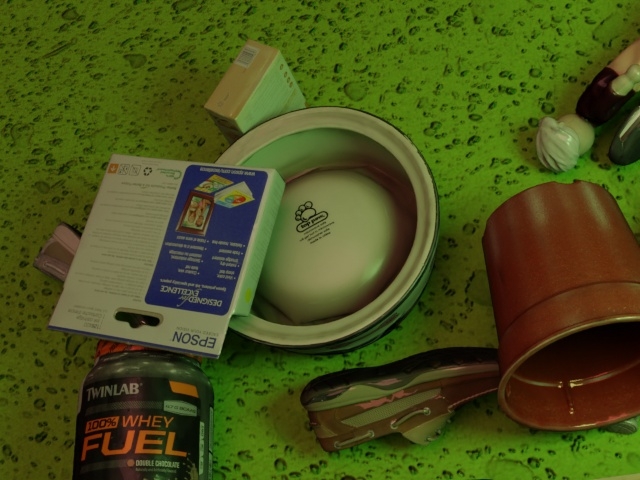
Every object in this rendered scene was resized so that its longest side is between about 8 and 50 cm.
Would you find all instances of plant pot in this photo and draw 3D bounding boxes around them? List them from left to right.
[{"bbox_3d":[0.347,0.078,1.489,0.272,0.272,0.265,-16,51,9],"label":"plant pot"}]

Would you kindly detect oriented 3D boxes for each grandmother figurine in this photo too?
[{"bbox_3d":[0.465,-0.242,1.682,0.104,0.208,0.342,45,100,9],"label":"grandmother figurine"}]

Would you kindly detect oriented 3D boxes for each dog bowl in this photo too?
[{"bbox_3d":[0.000,0.000,1.720,0.407,0.150,0.408,-7,64,15],"label":"dog bowl"}]

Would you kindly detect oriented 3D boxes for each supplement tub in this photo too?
[{"bbox_3d":[-0.262,0.316,1.619,0.207,0.207,0.338,-9,64,13],"label":"supplement tub"}]

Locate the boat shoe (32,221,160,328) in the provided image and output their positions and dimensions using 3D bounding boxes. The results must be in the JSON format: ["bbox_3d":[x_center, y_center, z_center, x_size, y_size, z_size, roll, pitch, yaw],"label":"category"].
[{"bbox_3d":[-0.368,0.089,1.815,0.103,0.118,0.320,-49,58,-2],"label":"boat shoe"}]

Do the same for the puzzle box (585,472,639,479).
[{"bbox_3d":[0.483,0.336,1.348,0.408,0.272,0.052,-11,59,11],"label":"puzzle box"}]

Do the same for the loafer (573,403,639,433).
[{"bbox_3d":[0.390,0.243,1.552,0.125,0.045,0.039,11,53,14],"label":"loafer"}]

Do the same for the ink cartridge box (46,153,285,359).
[{"bbox_3d":[-0.232,0.023,1.662,0.303,0.072,0.307,7,71,23],"label":"ink cartridge box"}]

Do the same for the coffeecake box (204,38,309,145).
[{"bbox_3d":[-0.103,-0.223,1.833,0.068,0.185,0.142,24,74,25],"label":"coffeecake box"}]

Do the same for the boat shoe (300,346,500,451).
[{"bbox_3d":[0.137,0.236,1.599,0.324,0.122,0.120,-12,95,9],"label":"boat shoe"}]

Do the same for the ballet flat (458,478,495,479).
[{"bbox_3d":[0.091,0.402,1.538,0.342,0.116,0.124,-4,85,15],"label":"ballet flat"}]

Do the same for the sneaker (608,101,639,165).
[{"bbox_3d":[0.586,-0.177,1.650,0.281,0.106,0.162,-39,64,-4],"label":"sneaker"}]
